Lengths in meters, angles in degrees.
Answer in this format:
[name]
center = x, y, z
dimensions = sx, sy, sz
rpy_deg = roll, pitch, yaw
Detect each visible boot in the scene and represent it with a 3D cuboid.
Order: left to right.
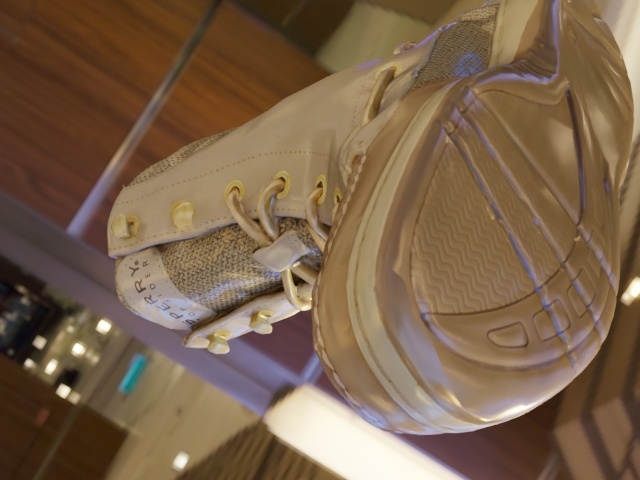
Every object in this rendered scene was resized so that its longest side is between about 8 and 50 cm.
[boot]
center = 0.000, 0.000, 0.482
dimensions = 0.203, 0.095, 0.262
rpy_deg = -22, -158, 29
